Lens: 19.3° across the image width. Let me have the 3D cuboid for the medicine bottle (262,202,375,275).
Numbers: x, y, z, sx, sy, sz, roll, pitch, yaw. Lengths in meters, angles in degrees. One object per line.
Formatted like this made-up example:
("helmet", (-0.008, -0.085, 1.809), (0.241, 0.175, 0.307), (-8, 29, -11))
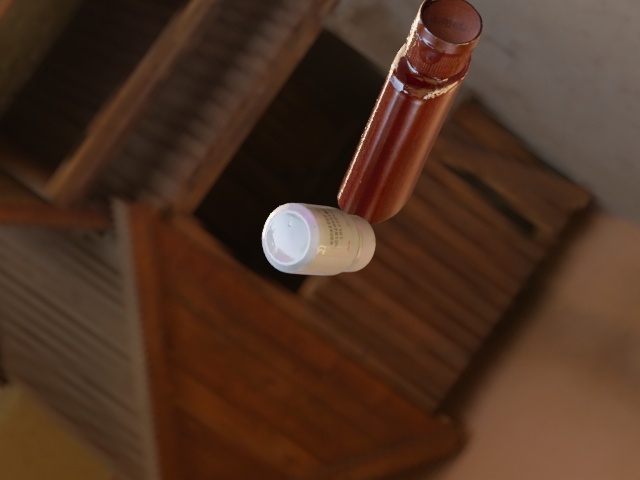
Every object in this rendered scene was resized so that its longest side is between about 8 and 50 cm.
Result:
("medicine bottle", (0.000, 0.000, 1.400), (0.052, 0.052, 0.089), (34, -165, 30))

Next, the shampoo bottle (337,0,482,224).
("shampoo bottle", (0.084, -0.123, 1.744), (0.064, 0.102, 0.260), (37, 144, 11))
